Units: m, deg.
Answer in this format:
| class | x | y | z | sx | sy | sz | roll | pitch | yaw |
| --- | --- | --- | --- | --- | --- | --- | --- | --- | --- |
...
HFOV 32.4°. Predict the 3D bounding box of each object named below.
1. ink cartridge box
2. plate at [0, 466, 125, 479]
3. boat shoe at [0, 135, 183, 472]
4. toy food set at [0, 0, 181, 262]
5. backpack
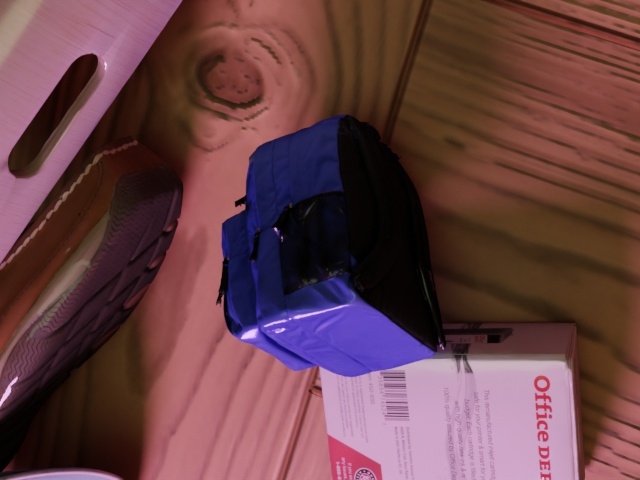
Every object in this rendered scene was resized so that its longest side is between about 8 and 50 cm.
| class | x | y | z | sx | sy | sz | roll | pitch | yaw |
| --- | --- | --- | --- | --- | --- | --- | --- | --- | --- |
| ink cartridge box | 0.075 | 0.099 | 0.608 | 0.135 | 0.056 | 0.099 | -1 | 105 | 18 |
| plate | -0.206 | 0.183 | 0.672 | 0.188 | 0.188 | 0.024 | -42 | 57 | 23 |
| boat shoe | -0.211 | 0.058 | 0.655 | 0.120 | 0.122 | 0.324 | 44 | 112 | 5 |
| toy food set | -0.239 | -0.148 | 0.596 | 0.306 | 0.092 | 0.219 | 38 | 96 | 16 |
| backpack | 0.000 | 0.000 | 0.568 | 0.101 | 0.098 | 0.120 | -15 | 60 | 21 |
